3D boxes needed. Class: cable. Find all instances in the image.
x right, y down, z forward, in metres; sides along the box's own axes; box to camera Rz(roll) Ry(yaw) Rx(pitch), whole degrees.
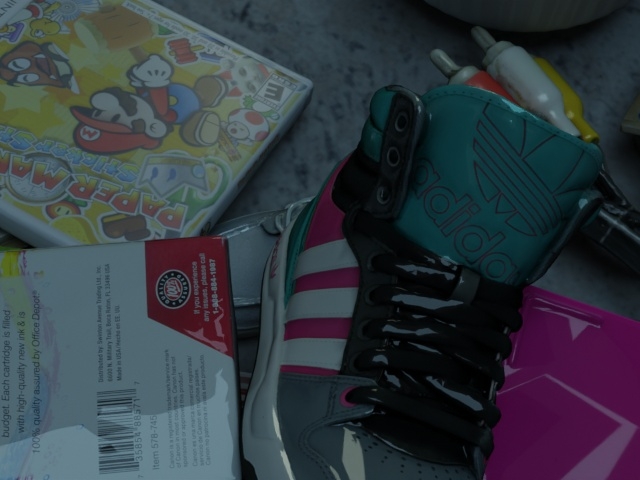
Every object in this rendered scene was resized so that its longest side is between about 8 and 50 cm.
[{"bbox_3d":[0.180,-0.036,0.743,0.287,0.072,0.139,42,36,24],"label":"cable"}]

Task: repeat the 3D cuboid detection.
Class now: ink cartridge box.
[{"bbox_3d":[-0.128,0.084,0.583,0.176,0.127,0.128,-4,67,-4],"label":"ink cartridge box"}]

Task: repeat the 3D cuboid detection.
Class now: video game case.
[{"bbox_3d":[-0.150,-0.085,0.741,0.227,0.026,0.206,28,54,9],"label":"video game case"}]

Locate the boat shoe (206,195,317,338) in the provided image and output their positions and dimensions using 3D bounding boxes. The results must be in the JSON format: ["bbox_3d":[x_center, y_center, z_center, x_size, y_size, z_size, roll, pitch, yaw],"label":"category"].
[{"bbox_3d":[0.001,0.001,0.723,0.227,0.081,0.079,-12,69,-12],"label":"boat shoe"}]

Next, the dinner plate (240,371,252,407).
[{"bbox_3d":[-0.042,0.144,0.673,0.141,0.017,0.141,15,54,-22],"label":"dinner plate"}]

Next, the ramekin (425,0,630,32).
[{"bbox_3d":[0.149,-0.270,0.818,0.272,0.127,0.273,-1,62,2],"label":"ramekin"}]

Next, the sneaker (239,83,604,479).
[{"bbox_3d":[0.057,0.026,0.519,0.123,0.178,0.296,24,30,-20],"label":"sneaker"}]

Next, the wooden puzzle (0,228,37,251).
[{"bbox_3d":[-0.197,-0.002,0.707,0.078,0.014,0.116,-27,47,-24],"label":"wooden puzzle"}]

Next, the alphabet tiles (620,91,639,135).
[{"bbox_3d":[0.326,-0.102,0.779,0.198,0.009,0.237,16,50,25],"label":"alphabet tiles"}]

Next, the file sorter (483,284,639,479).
[{"bbox_3d":[0.142,0.213,0.595,0.202,0.182,0.291,19,65,2],"label":"file sorter"}]
